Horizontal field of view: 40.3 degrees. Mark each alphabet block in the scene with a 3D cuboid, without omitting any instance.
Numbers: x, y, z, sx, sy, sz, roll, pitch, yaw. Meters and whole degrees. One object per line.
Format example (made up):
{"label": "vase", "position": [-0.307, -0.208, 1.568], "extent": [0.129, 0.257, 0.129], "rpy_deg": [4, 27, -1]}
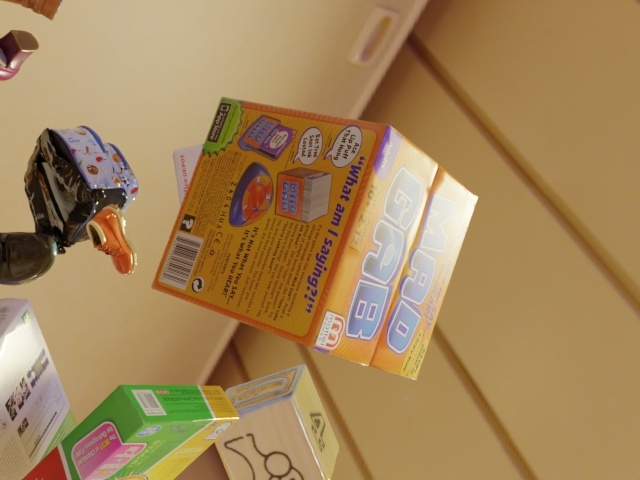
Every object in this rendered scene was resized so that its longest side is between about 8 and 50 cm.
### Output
{"label": "alphabet block", "position": [-0.090, 0.389, 1.742], "extent": [0.192, 0.193, 0.197], "rpy_deg": [-19, -82, 12]}

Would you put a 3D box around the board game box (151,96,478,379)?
{"label": "board game box", "position": [0.000, 0.000, 1.524], "extent": [0.356, 0.356, 0.357], "rpy_deg": [16, -97, 36]}

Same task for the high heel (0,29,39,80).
{"label": "high heel", "position": [-0.833, -0.419, 2.000], "extent": [0.181, 0.377, 0.127], "rpy_deg": [-29, -101, 27]}

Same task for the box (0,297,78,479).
{"label": "box", "position": [-0.501, 0.288, 1.413], "extent": [0.232, 0.058, 0.322], "rpy_deg": [-70, 157, -52]}

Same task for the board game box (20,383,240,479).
{"label": "board game box", "position": [-0.295, 0.325, 1.223], "extent": [0.316, 0.242, 0.064], "rpy_deg": [-44, -114, 13]}

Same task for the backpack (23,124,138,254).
{"label": "backpack", "position": [-0.592, -0.149, 2.141], "extent": [0.276, 0.213, 0.263], "rpy_deg": [-40, -101, 38]}

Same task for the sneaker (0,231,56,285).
{"label": "sneaker", "position": [-0.786, 0.042, 2.025], "extent": [0.340, 0.139, 0.125], "rpy_deg": [-7, -101, 7]}

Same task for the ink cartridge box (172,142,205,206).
{"label": "ink cartridge box", "position": [-0.252, -0.172, 2.233], "extent": [0.219, 0.092, 0.160], "rpy_deg": [-9, -93, 15]}

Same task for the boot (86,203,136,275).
{"label": "boot", "position": [-0.438, 0.013, 1.814], "extent": [0.059, 0.084, 0.158], "rpy_deg": [-2, -64, 28]}

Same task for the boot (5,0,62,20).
{"label": "boot", "position": [-0.541, -0.437, 1.544], "extent": [0.197, 0.152, 0.073], "rpy_deg": [-48, -157, 14]}
